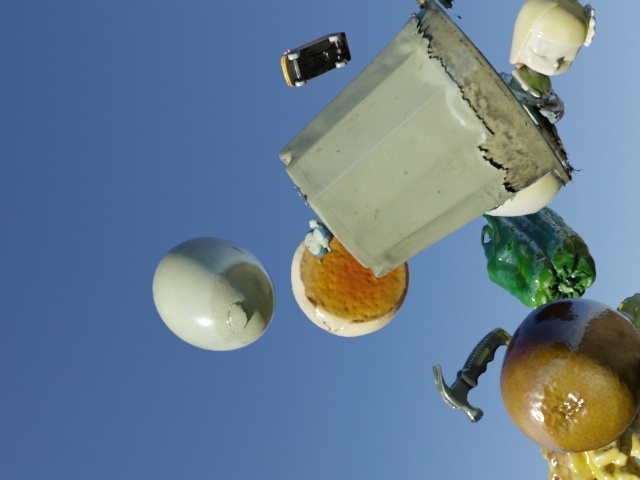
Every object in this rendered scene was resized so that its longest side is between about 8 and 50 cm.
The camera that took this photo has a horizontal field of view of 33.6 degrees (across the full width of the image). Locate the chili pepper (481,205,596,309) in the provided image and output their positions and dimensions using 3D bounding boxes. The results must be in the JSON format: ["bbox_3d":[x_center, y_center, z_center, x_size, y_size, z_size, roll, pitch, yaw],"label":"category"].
[{"bbox_3d":[0.434,0.012,2.336,0.167,0.385,0.213,17,-70,-32],"label":"chili pepper"}]

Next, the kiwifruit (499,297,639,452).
[{"bbox_3d":[0.342,0.175,1.431,0.234,0.196,0.196,-64,-21,-65],"label":"kiwifruit"}]

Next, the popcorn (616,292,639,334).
[{"bbox_3d":[0.631,0.207,2.003,0.181,0.217,0.235,-53,7,10],"label":"popcorn"}]

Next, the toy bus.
[{"bbox_3d":[-0.018,-0.375,2.182,0.162,0.074,0.069,-28,-63,-28],"label":"toy bus"}]

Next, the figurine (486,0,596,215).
[{"bbox_3d":[0.321,-0.244,1.733,0.226,0.274,0.394,4,-60,-24],"label":"figurine"}]

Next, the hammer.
[{"bbox_3d":[0.366,0.296,2.487,0.226,0.159,0.041,-49,6,-21],"label":"hammer"}]

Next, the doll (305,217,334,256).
[{"bbox_3d":[0.000,0.000,2.287,0.050,0.076,0.083,-13,-29,-37],"label":"doll"}]

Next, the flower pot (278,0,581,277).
[{"bbox_3d":[0.111,-0.104,1.200,0.259,0.290,0.290,-40,-27,8],"label":"flower pot"}]

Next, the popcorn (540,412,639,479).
[{"bbox_3d":[0.499,0.325,1.738,0.332,0.265,0.225,-41,-81,-32],"label":"popcorn"}]

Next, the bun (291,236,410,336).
[{"bbox_3d":[0.068,0.098,2.628,0.165,0.299,0.299,116,179,-73],"label":"bun"}]

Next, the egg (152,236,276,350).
[{"bbox_3d":[-0.182,0.088,1.787,0.186,0.253,0.186,-14,-65,-34],"label":"egg"}]
